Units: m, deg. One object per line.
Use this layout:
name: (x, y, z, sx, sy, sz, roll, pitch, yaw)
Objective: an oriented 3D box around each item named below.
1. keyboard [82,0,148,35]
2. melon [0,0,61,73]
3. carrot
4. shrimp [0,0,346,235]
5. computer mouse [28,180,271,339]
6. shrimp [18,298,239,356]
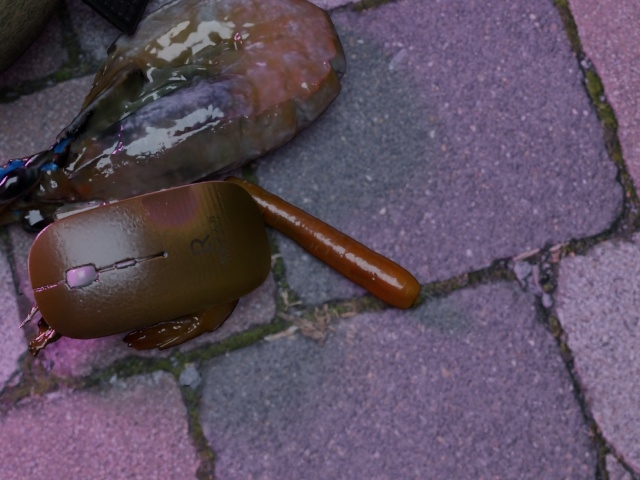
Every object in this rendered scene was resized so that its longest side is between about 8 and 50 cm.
keyboard: (-0.200, -0.335, 1.353, 0.094, 0.025, 0.230, 37, 56, -34)
melon: (-0.379, -0.290, 1.260, 0.248, 0.248, 0.329, 33, 65, 6)
carrot: (0.000, 0.000, 1.308, 0.248, 0.043, 0.043, 31, 75, 7)
shrimp: (-0.179, -0.139, 1.306, 0.446, 0.110, 0.221, -30, 68, -14)
computer mouse: (-0.164, 0.018, 1.225, 0.245, 0.056, 0.126, -14, 88, -21)
shrimp: (-0.188, 0.051, 1.271, 0.249, 0.068, 0.150, -29, 83, -16)
